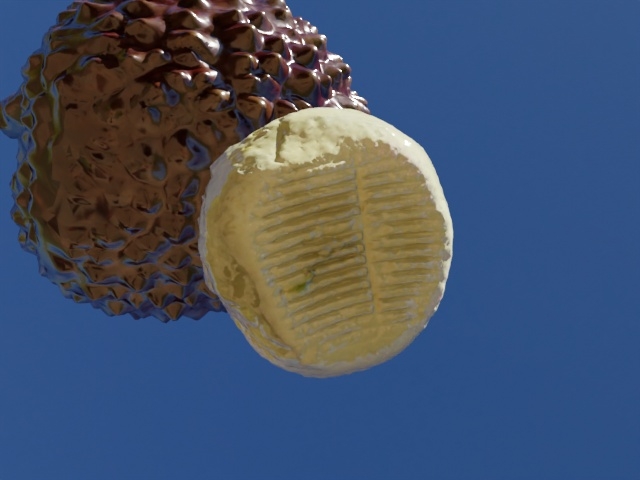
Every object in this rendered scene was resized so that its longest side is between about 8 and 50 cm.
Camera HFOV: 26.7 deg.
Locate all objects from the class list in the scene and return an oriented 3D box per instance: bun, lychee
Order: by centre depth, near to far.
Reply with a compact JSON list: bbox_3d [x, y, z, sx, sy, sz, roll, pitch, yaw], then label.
[{"bbox_3d":[0.000,0.000,0.582,0.069,0.115,0.115,-159,-111,-70],"label":"bun"},{"bbox_3d":[-0.117,-0.078,1.125,0.330,0.306,0.306,14,-77,4],"label":"lychee"}]
